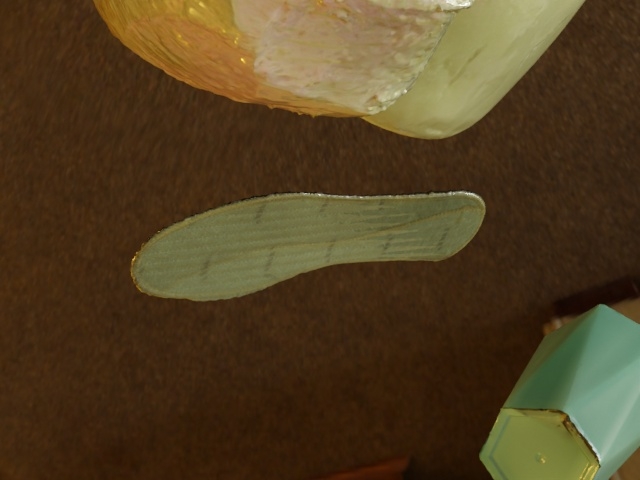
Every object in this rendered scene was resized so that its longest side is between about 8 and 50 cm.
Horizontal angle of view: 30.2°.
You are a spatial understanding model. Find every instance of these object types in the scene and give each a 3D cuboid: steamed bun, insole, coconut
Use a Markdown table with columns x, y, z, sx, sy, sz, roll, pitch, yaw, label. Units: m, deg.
| x | y | z | sx | sy | sz | roll | pitch | yaw | label |
| --- | --- | --- | --- | --- | --- | --- | --- | --- | --- |
| 0.128 | -0.322 | 1.440 | 0.456 | 0.290 | 0.371 | 13 | 130 | -41 | steamed bun |
| 0.000 | 0.000 | 1.040 | 0.348 | 0.009 | 0.119 | -6 | 136 | -29 | insole |
| -0.054 | -0.314 | 1.016 | 0.405 | 0.404 | 0.404 | -1 | 120 | -2 | coconut |

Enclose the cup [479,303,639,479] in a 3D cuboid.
| x | y | z | sx | sy | sz | roll | pitch | yaw | label |
| --- | --- | --- | --- | --- | --- | --- | --- | --- | --- |
| 0.247 | 0.164 | 1.123 | 0.148 | 0.236 | 0.134 | -40 | 85 | 29 | cup |
